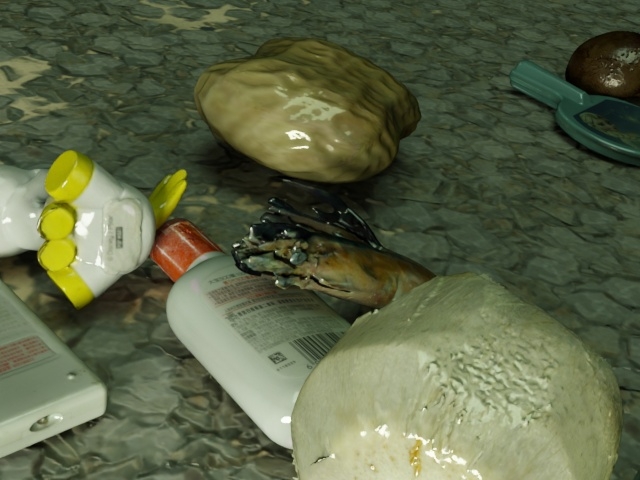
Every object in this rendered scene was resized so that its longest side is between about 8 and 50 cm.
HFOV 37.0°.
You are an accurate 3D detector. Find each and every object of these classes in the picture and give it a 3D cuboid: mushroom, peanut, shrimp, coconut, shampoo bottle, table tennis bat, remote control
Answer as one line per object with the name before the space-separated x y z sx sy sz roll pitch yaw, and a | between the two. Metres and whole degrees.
mushroom | 0.367 -0.213 1.202 0.127 0.087 0.127 -13 24 6
peanut | -0.003 -0.125 0.902 0.197 0.110 0.233 20 33 17
shrimp | 0.000 0.000 0.687 0.219 0.046 0.152 12 20 -50
coconut | 0.072 0.098 0.499 0.161 0.161 0.162 20 30 17
shampoo bottle | -0.045 0.053 0.641 0.108 0.051 0.221 -11 36 -37
table tennis bat | 0.316 -0.148 1.107 0.149 0.038 0.237 -17 42 -37
remote control | -0.218 0.063 0.595 0.088 0.029 0.190 -20 41 -41

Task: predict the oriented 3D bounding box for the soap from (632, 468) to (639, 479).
soap | 0.272 0.186 0.431 0.208 0.115 0.347 4 30 -22

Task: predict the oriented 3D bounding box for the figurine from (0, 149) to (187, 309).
figurine | -0.191 -0.020 0.696 0.178 0.109 0.130 7 21 35
